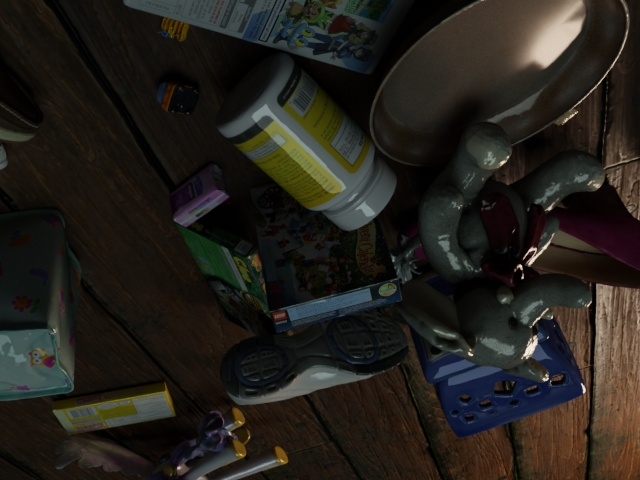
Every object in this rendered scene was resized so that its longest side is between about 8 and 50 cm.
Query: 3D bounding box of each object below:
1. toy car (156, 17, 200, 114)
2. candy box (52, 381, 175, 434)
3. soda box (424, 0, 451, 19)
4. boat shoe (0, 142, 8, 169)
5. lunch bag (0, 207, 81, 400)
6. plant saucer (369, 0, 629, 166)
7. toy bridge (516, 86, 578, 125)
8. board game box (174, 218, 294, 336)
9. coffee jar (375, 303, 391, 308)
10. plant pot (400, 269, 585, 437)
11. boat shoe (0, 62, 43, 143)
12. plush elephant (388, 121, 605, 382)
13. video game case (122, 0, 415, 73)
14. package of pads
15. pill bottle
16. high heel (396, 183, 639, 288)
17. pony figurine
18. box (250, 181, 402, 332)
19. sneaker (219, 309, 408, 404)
[{"bbox_3d":[-0.163,-0.202,0.872,0.040,0.060,0.122,26,122,19],"label":"toy car"},{"bbox_3d":[-0.382,0.314,1.420,0.205,0.027,0.105,-9,144,-6],"label":"candy box"},{"bbox_3d":[0.209,-0.269,0.869,0.169,0.053,0.060,-30,139,19],"label":"soda box"},{"bbox_3d":[-0.412,-0.089,0.888,0.100,0.035,0.035,-37,144,-41],"label":"boat shoe"},{"bbox_3d":[-0.454,0.087,0.970,0.262,0.223,0.160,-6,135,-7],"label":"lunch bag"},{"bbox_3d":[0.197,-0.195,0.875,0.310,0.050,0.311,-15,153,-8],"label":"plant saucer"},{"bbox_3d":[0.263,-0.191,1.002,0.188,0.026,0.063,21,132,-35],"label":"toy bridge"},{"bbox_3d":[-0.120,0.068,1.132,0.030,0.136,0.260,-50,149,-24],"label":"board game box"},{"bbox_3d":[0.017,0.065,1.181,0.184,0.096,0.079,-1,104,-16],"label":"coffee jar"},{"bbox_3d":[0.271,0.153,1.265,0.236,0.236,0.212,-24,134,14],"label":"plant pot"},{"bbox_3d":[-0.368,-0.197,0.759,0.095,0.095,0.257,-33,137,14],"label":"boat shoe"},{"bbox_3d":[0.230,0.046,0.991,0.272,0.255,0.330,13,135,-45],"label":"plush elephant"},{"bbox_3d":[-0.005,-0.333,0.745,0.300,0.036,0.329,10,135,-26],"label":"video game case"},{"bbox_3d":[-0.162,-0.061,1.014,0.083,0.050,0.032,-33,143,21],"label":"package of pads"},{"bbox_3d":[-0.012,-0.111,0.905,0.119,0.119,0.208,-35,119,25],"label":"pill bottle"},{"bbox_3d":[0.313,0.015,1.141,0.377,0.181,0.127,-11,142,-3],"label":"high heel"},{"bbox_3d":[-0.289,0.474,1.472,0.363,0.303,0.351,-35,152,8],"label":"pony figurine"},{"bbox_3d":[0.000,0.000,0.989,0.159,0.233,0.044,-15,135,1],"label":"box"},{"bbox_3d":[-0.011,0.180,1.159,0.297,0.111,0.129,-8,156,-15],"label":"sneaker"}]
